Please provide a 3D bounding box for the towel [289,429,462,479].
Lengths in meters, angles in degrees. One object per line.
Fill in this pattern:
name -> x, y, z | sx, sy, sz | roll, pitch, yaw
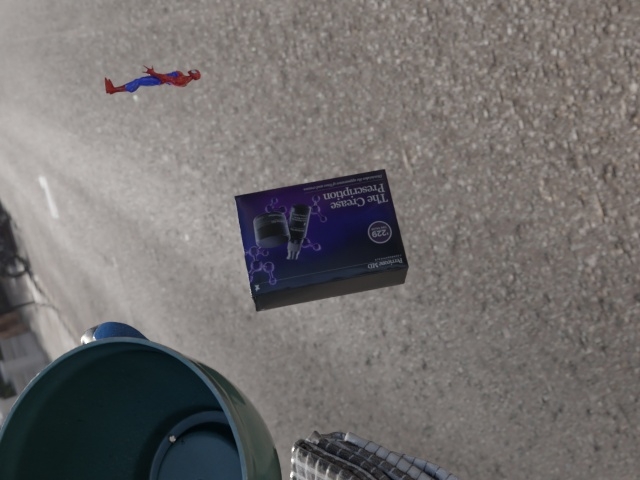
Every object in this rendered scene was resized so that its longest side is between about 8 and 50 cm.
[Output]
towel -> 0.068, 0.350, 0.875 | 0.283, 0.121, 0.235 | 13, 107, 46

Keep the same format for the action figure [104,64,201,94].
action figure -> -0.205, -0.198, 1.010 | 0.038, 0.115, 0.030 | -154, 59, -86

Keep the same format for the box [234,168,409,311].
box -> 0.000, 0.000, 1.388 | 0.103, 0.261, 0.184 | 90, 169, -72

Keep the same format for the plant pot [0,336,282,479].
plant pot -> -0.157, 0.253, 0.833 | 0.293, 0.293, 0.196 | 64, -164, 21

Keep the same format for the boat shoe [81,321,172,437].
boat shoe -> -0.267, 0.212, 1.292 | 0.089, 0.109, 0.258 | -8, 125, 42
